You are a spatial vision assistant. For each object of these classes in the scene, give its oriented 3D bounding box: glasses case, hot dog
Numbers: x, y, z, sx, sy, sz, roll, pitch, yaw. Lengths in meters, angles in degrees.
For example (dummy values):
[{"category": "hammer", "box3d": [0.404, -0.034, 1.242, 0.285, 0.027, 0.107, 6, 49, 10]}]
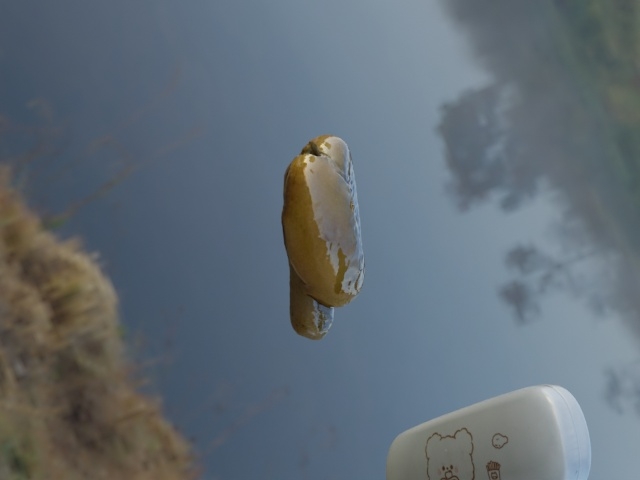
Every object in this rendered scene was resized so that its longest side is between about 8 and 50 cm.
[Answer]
[{"category": "glasses case", "box3d": [0.105, 0.144, 1.227, 0.049, 0.193, 0.074, 0, 74, -34]}, {"category": "hot dog", "box3d": [0.000, -0.001, 1.307, 0.090, 0.060, 0.140, -86, 166, -57]}]
